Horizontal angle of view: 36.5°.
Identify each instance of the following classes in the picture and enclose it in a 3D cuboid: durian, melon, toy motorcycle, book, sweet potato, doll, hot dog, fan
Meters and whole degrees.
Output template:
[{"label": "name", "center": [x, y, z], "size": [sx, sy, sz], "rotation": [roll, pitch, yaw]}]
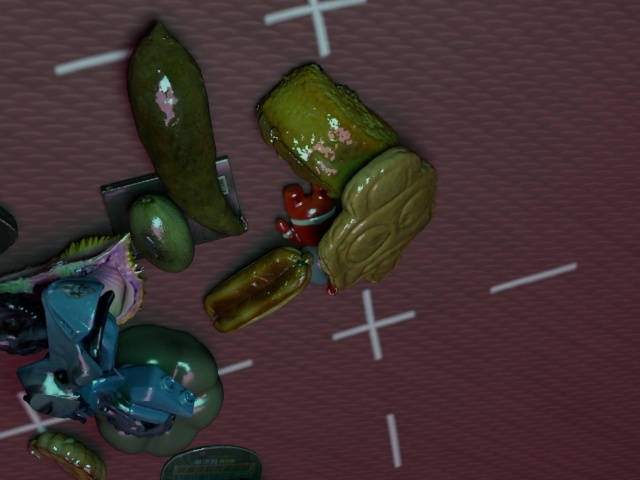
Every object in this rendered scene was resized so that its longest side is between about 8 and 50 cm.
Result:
[{"label": "durian", "center": [-0.453, 0.086, 1.722], "size": [0.341, 0.112, 0.191], "rotation": [-20, 136, 8]}, {"label": "melon", "center": [-0.274, -0.009, 1.679], "size": [0.099, 0.099, 0.162], "rotation": [-23, 127, 0]}, {"label": "toy motorcycle", "center": [-0.376, 0.203, 1.648], "size": [0.232, 0.172, 0.416], "rotation": [-29, 123, 27]}, {"label": "book", "center": [-0.259, -0.054, 1.728], "size": [0.228, 0.024, 0.160], "rotation": [-15, 125, -6]}, {"label": "sweet potato", "center": [-0.223, -0.156, 1.607], "size": [0.130, 0.130, 0.423], "rotation": [-19, 125, -3]}, {"label": "doll", "center": [0.000, 0.000, 1.809], "size": [0.142, 0.076, 0.245], "rotation": [-17, 122, -3]}, {"label": "hot dog", "center": [-0.114, 0.092, 1.811], "size": [0.249, 0.068, 0.100], "rotation": [-31, 89, 28]}, {"label": "fan", "center": [-0.224, 0.552, 2.156], "size": [0.223, 0.012, 0.294], "rotation": [-22, 127, -3]}]

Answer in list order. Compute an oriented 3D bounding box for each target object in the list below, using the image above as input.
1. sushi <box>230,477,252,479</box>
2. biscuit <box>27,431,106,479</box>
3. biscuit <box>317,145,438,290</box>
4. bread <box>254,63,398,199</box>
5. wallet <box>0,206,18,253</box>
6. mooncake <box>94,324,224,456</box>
[{"label": "sushi", "center": [-0.180, 0.637, 2.113], "size": [0.212, 0.215, 0.227], "rotation": [-29, 107, -4]}, {"label": "biscuit", "center": [-0.495, 0.445, 1.970], "size": [0.118, 0.061, 0.183], "rotation": [-4, 138, 39]}, {"label": "biscuit", "center": [0.109, -0.023, 1.742], "size": [0.269, 0.051, 0.376], "rotation": [-37, 153, -16]}, {"label": "bread", "center": [0.022, -0.166, 1.660], "size": [0.160, 0.147, 0.260], "rotation": [-41, 124, 16]}, {"label": "wallet", "center": [-0.659, -0.062, 1.599], "size": [0.165, 0.042, 0.309], "rotation": [-38, 123, 13]}, {"label": "mooncake", "center": [-0.318, 0.298, 1.885], "size": [0.275, 0.135, 0.275], "rotation": [-8, 121, -13]}]
